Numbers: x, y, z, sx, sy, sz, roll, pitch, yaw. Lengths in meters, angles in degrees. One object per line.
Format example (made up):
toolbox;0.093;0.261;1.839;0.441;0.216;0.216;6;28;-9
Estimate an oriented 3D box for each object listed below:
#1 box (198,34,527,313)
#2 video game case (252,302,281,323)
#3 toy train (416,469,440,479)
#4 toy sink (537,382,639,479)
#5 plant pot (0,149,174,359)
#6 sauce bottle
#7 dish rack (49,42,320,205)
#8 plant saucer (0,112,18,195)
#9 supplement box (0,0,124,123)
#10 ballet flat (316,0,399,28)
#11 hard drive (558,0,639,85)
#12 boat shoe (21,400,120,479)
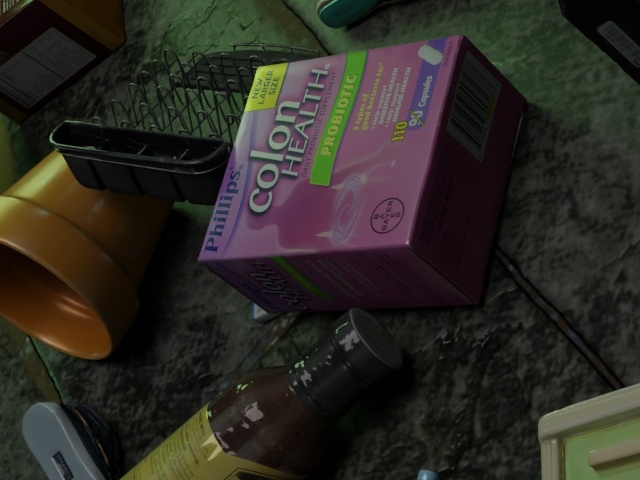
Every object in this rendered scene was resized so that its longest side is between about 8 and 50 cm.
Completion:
box;0.039;-0.056;1.647;0.243;0.117;0.213;-5;59;39
video game case;0.000;0.000;1.752;0.166;0.015;0.119;-27;47;32
toy train;0.038;0.264;1.505;0.125;0.046;0.166;0;64;47
toy sink;0.248;0.176;1.277;0.153;0.131;0.234;-21;50;35
plant pot;-0.253;-0.010;1.899;0.205;0.205;0.188;1;49;47
sauce bottle;-0.073;0.191;1.619;0.344;0.111;0.111;-42;41;19
dish rack;-0.115;-0.135;1.824;0.208;0.074;0.271;10;42;32
plant saucer;-0.451;-0.079;2.164;0.241;0.037;0.241;7;101;41
supplement box;-0.359;-0.289;2.235;0.194;0.129;0.191;-33;44;26
ballet flat;0.061;-0.268;1.843;0.168;0.057;0.052;-18;43;38
hard drive;0.212;-0.318;1.574;0.064;0.237;0.339;-32;44;26
boat shoe;-0.222;0.238;1.788;0.065;0.083;0.183;-37;69;24
